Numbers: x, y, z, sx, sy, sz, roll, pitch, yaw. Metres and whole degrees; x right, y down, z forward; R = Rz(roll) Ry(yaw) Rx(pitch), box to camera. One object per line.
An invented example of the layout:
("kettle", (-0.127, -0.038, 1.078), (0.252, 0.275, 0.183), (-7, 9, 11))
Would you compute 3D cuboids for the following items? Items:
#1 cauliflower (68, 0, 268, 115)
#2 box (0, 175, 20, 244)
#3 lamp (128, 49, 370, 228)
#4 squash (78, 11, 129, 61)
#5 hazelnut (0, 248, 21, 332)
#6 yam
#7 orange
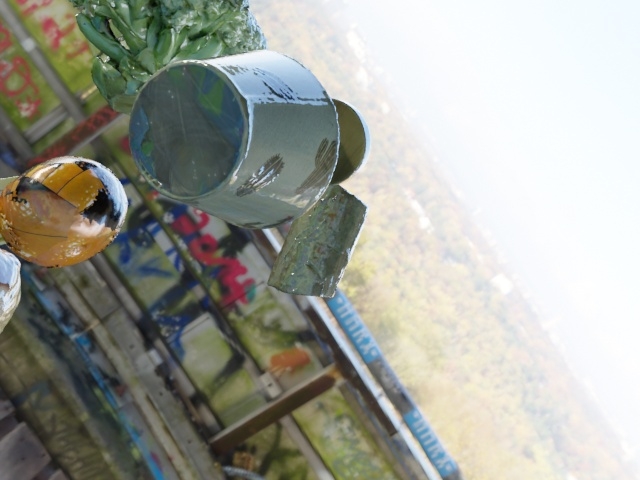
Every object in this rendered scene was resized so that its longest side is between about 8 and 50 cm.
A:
("cauliflower", (-0.219, -0.288, 1.032), (0.275, 0.250, 0.272), (26, -3, 6))
("box", (-0.705, -0.050, 1.558), (0.260, 0.175, 0.062), (-15, 66, -44))
("lamp", (-0.036, -0.069, 0.523), (0.121, 0.121, 0.214), (58, 22, 7))
("squash", (-0.391, -0.450, 1.605), (0.220, 0.220, 0.133), (-2, 76, -76))
("hazelnut", (-0.790, 0.126, 1.681), (0.241, 0.261, 0.261), (24, -3, 25))
("yam", (0.000, 0.000, 1.656), (0.161, 0.268, 0.161), (22, -1, 0))
("orange", (-0.477, -0.055, 1.395), (0.234, 0.234, 0.182), (31, 36, -64))
